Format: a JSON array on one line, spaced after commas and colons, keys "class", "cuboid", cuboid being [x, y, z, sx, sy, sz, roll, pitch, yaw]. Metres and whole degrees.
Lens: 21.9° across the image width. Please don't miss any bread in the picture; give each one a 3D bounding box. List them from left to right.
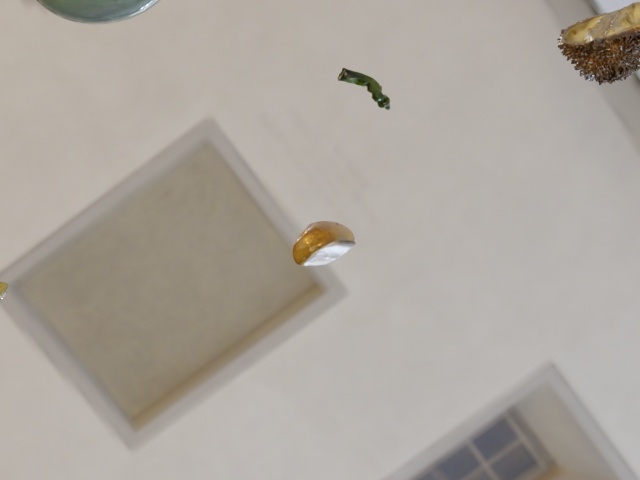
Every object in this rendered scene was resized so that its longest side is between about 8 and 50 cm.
[{"class": "bread", "cuboid": [0.000, 0.000, 2.457, 0.056, 0.082, 0.115, 60, -157, 13]}]

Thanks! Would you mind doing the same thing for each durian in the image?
[{"class": "durian", "cuboid": [0.311, -0.202, 1.766, 0.071, 0.110, 0.140, 69, -156, -13]}]

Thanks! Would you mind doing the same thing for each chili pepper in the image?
[{"class": "chili pepper", "cuboid": [0.062, -0.200, 2.161, 0.083, 0.027, 0.022, 34, 159, -11]}]

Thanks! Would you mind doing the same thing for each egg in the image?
[{"class": "egg", "cuboid": [-0.264, -0.345, 1.993, 0.168, 0.231, 0.168, 14, -108, -48]}]

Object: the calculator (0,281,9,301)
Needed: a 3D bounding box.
[{"class": "calculator", "cuboid": [-0.458, 0.058, 1.907, 0.157, 0.033, 0.236, 18, 165, -29]}]
